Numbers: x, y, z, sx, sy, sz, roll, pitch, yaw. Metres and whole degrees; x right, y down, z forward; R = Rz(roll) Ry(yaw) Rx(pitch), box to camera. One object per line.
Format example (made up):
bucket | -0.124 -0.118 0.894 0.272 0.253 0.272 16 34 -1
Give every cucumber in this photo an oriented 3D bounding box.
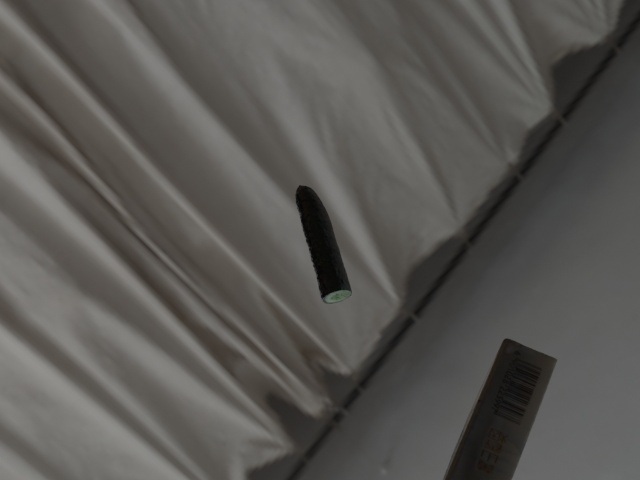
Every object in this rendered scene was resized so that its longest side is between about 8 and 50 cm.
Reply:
cucumber | 0.000 0.000 1.476 0.032 0.032 0.133 -31 -120 25

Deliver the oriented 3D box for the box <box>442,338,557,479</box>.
box | 0.163 0.234 1.483 0.149 0.067 0.233 98 16 -51
